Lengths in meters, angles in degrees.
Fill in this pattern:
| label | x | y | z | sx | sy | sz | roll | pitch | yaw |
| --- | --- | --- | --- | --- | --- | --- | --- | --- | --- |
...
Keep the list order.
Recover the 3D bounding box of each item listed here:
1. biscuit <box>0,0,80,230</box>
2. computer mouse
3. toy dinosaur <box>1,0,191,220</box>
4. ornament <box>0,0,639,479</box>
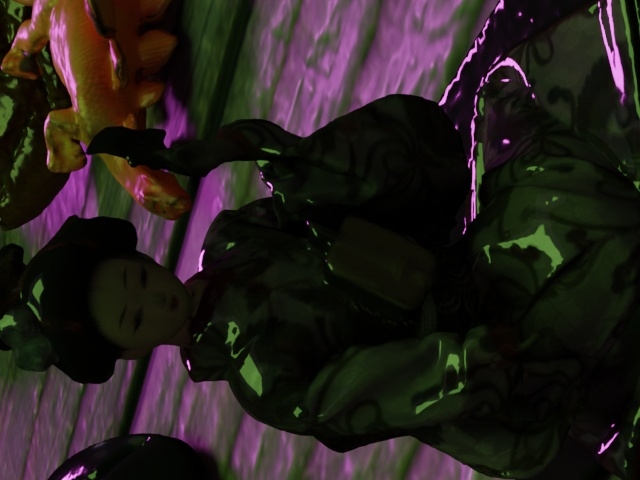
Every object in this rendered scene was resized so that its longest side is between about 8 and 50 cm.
| label | x | y | z | sx | sy | sz | roll | pitch | yaw |
| --- | --- | --- | --- | --- | --- | --- | --- | --- | --- |
| biscuit | -0.240 | -0.104 | 0.980 | 0.226 | 0.042 | 0.225 | 1 | 93 | 30 |
| computer mouse | -0.120 | 0.180 | 0.833 | 0.217 | 0.073 | 0.122 | 127 | 134 | -53 |
| toy dinosaur | -0.126 | -0.119 | 0.834 | 0.117 | 0.070 | 0.288 | -60 | 45 | 29 |
| ornament | 0.000 | 0.000 | 0.447 | 0.153 | 0.196 | 0.166 | -63 | 39 | 45 |
